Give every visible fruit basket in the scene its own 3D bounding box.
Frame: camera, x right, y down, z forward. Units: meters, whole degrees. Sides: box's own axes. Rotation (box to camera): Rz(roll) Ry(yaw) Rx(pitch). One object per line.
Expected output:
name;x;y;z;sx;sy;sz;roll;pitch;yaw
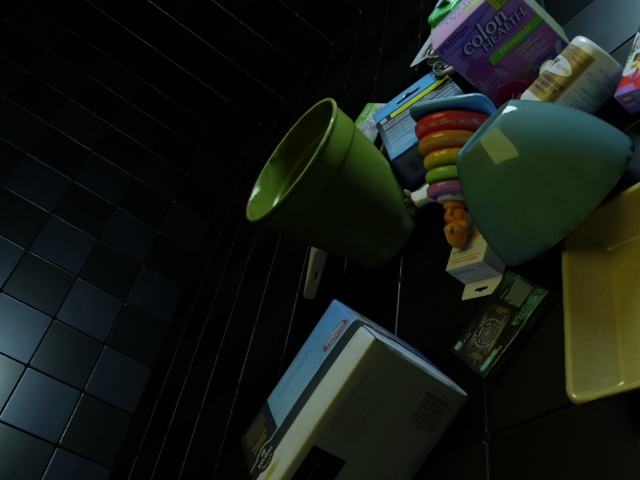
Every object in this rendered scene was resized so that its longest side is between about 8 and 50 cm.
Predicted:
fruit basket;0.419;-0.729;1.995;0.327;0.165;0.353;-58;17;-4

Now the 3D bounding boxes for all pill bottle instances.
pill bottle;0.474;-0.274;1.246;0.229;0.131;0.131;-49;22;20

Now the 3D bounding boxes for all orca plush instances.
orca plush;0.331;-0.104;1.386;0.287;0.102;0.151;-32;56;28

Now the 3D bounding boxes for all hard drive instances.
hard drive;0.000;0.000;1.919;0.307;0.040;0.203;-80;4;-48

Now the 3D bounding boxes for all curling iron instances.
curling iron;0.421;-0.496;1.665;0.274;0.035;0.068;-23;40;12

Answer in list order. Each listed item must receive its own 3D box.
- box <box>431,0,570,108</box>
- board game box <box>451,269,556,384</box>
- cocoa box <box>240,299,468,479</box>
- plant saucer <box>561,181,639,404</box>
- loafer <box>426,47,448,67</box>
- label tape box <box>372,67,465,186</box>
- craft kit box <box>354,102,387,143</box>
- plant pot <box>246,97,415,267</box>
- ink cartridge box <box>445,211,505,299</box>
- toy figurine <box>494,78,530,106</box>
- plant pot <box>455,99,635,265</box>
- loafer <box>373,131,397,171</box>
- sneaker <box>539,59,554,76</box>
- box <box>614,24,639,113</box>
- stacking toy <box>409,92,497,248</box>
box;0.426;-0.476;1.492;0.213;0.243;0.117;-41;25;33
board game box;0.321;0.150;1.115;0.186;0.026;0.126;-55;21;4
cocoa box;0.049;0.330;1.164;0.347;0.231;0.228;-56;20;1
plant saucer;0.485;0.045;0.828;0.333;0.081;0.332;-36;29;45
loafer;0.388;-0.564;1.713;0.251;0.087;0.094;-26;34;36
label tape box;0.285;-0.314;1.691;0.241;0.106;0.333;-34;27;15
craft kit box;0.159;-0.363;2.193;0.246;0.061;0.250;-54;21;0
plant pot;0.055;-0.111;1.626;0.366;0.353;0.366;-46;23;25
ink cartridge box;0.319;0.021;1.258;0.104;0.062;0.181;-25;38;55
toy figurine;0.434;-0.295;1.426;0.159;0.130;0.173;-51;41;-12
plant pot;0.351;-0.127;1.084;0.290;0.195;0.290;-49;1;1
loafer;0.140;-0.204;1.888;0.366;0.130;0.134;-57;20;0
sneaker;0.516;-0.341;1.377;0.061;0.054;0.152;-21;46;43
box;0.656;-0.342;1.045;0.293;0.057;0.201;-11;48;62
stacking toy;0.273;-0.131;1.277;0.166;0.175;0.301;-5;77;31
